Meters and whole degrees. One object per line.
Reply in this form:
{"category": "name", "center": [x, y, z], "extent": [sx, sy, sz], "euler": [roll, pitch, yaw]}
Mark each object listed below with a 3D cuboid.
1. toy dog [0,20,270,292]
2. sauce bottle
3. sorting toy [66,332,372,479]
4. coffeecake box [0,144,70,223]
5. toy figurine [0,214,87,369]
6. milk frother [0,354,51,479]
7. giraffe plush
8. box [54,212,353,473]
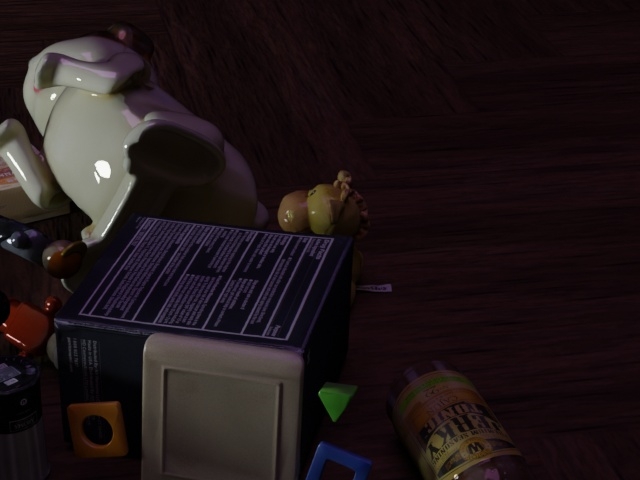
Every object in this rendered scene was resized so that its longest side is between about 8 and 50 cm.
{"category": "toy dog", "center": [-0.277, -0.159, 2.235], "extent": [0.395, 0.284, 0.408], "euler": [-1, 38, -39]}
{"category": "sauce bottle", "center": [0.174, 0.258, 1.687], "extent": [0.111, 0.111, 0.344], "euler": [-8, 28, -17]}
{"category": "sorting toy", "center": [-0.109, 0.202, 1.699], "extent": [0.348, 0.196, 0.047], "euler": [7, 15, 11]}
{"category": "coffeecake box", "center": [-0.492, -0.090, 2.379], "extent": [0.142, 0.068, 0.185], "euler": [-16, 31, -29]}
{"category": "toy figurine", "center": [-0.382, 0.094, 1.874], "extent": [0.148, 0.209, 0.213], "euler": [24, 35, 27]}
{"category": "milk frother", "center": [-0.384, 0.198, 1.751], "extent": [0.129, 0.134, 0.143], "euler": [-11, 29, -22]}
{"category": "giraffe plush", "center": [0.000, 0.000, 2.113], "extent": [0.210, 0.170, 0.181], "euler": [-8, 28, -18]}
{"category": "box", "center": [-0.130, 0.118, 1.863], "extent": [0.294, 0.182, 0.296], "euler": [6, 28, 11]}
